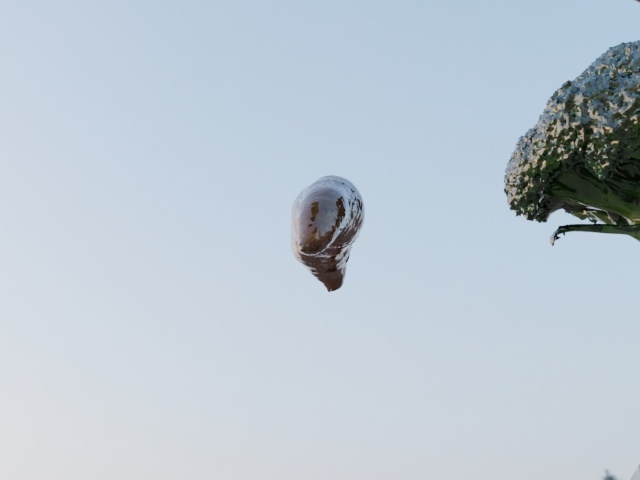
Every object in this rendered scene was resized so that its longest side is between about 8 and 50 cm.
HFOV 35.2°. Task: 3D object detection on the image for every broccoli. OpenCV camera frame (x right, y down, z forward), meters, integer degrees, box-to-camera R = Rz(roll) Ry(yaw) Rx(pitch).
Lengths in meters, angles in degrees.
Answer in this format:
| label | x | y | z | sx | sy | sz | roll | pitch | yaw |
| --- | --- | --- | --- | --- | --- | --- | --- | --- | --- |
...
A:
| label | x | y | z | sx | sy | sz | roll | pitch | yaw |
| --- | --- | --- | --- | --- | --- | --- | --- | --- | --- |
| broccoli | 0.325 | -0.054 | 0.953 | 0.297 | 0.297 | 0.297 | -9 | -20 | -3 |

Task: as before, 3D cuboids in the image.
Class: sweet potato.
| label | x | y | z | sx | sy | sz | roll | pitch | yaw |
| --- | --- | --- | --- | --- | --- | --- | --- | --- | --- |
| sweet potato | 0.003 | -0.011 | 0.794 | 0.058 | 0.078 | 0.255 | 17 | -8 | 4 |

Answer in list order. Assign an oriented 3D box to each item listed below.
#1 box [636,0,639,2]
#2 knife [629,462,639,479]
| label | x | y | z | sx | sy | sz | roll | pitch | yaw |
| --- | --- | --- | --- | --- | --- | --- | --- | --- | --- |
| box | 0.493 | -0.392 | 1.232 | 0.167 | 0.294 | 0.193 | 28 | 24 | 20 |
| knife | 0.401 | 0.193 | 1.123 | 0.017 | 0.298 | 0.047 | 41 | -14 | -2 |
